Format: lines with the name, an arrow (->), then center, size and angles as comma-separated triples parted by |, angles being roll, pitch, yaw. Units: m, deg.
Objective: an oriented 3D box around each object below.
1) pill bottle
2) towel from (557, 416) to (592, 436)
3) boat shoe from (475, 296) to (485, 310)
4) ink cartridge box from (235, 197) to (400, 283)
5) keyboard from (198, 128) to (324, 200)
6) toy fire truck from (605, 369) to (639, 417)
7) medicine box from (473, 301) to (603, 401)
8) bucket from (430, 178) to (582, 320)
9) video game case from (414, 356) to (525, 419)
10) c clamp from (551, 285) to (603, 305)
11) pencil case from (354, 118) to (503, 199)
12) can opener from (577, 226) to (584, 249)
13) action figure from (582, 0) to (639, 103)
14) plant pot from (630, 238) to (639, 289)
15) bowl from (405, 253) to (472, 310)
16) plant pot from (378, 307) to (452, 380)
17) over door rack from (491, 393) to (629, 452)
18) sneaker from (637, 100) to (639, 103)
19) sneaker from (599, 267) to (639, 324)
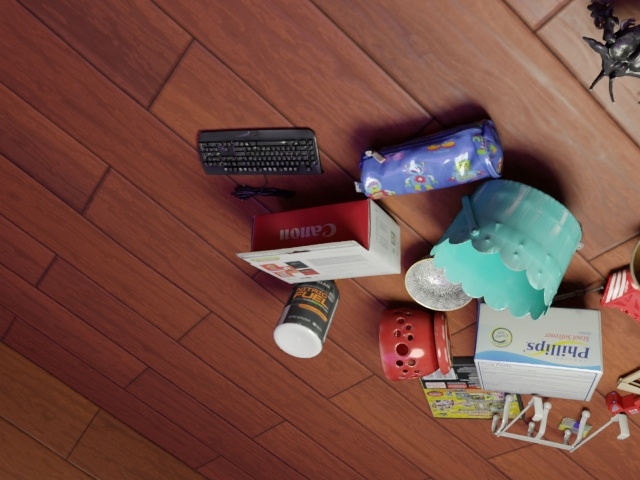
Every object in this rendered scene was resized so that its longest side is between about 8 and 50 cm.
pill bottle -> -0.026, 0.176, 1.513 | 0.130, 0.246, 0.130 | 10, 132, 12
towel -> 0.742, 0.546, 1.679 | 0.083, 0.009, 0.060 | 16, 131, 8
boat shoe -> 0.414, 0.110, 1.414 | 0.072, 0.068, 0.190 | -9, 124, 13
ink cartridge box -> 0.000, 0.000, 1.353 | 0.309, 0.130, 0.272 | -7, 160, 25
keyboard -> -0.146, -0.178, 1.415 | 0.317, 0.033, 0.201 | 2, 129, 20
toy fire truck -> 0.822, 0.389, 1.494 | 0.135, 0.047, 0.192 | 44, 130, -16
medicine box -> 0.517, 0.271, 1.379 | 0.263, 0.149, 0.289 | 2, 153, 20
bucket -> 0.387, 0.016, 1.199 | 0.281, 0.183, 0.281 | 32, 165, 10
video game case -> 0.440, 0.437, 1.690 | 0.275, 0.035, 0.248 | -7, 124, 25
c clamp -> 0.556, 0.137, 1.353 | 0.160, 0.022, 0.137 | -9, 163, -23
pencil case -> 0.225, -0.169, 1.216 | 0.306, 0.119, 0.133 | -9, 147, 26
can opener -> 0.538, 0.044, 1.301 | 0.073, 0.059, 0.186 | 40, 129, 47
action figure -> 0.530, -0.365, 0.930 | 0.164, 0.141, 0.276 | 28, 117, -5
plant pot -> 0.800, 0.099, 1.169 | 0.237, 0.237, 0.254 | -23, 132, 34
bowl -> 0.300, 0.087, 1.425 | 0.170, 0.080, 0.170 | 11, 130, 13
plant pot -> 0.257, 0.271, 1.528 | 0.174, 0.191, 0.191 | -8, 125, 16
over door rack -> 0.630, 0.478, 1.544 | 0.239, 0.108, 0.324 | 11, 153, 1
sneaker -> 0.591, -0.280, 1.040 | 0.098, 0.038, 0.069 | 23, 131, 3
sneaker -> 0.729, 0.155, 1.329 | 0.128, 0.087, 0.221 | -14, 110, 40
